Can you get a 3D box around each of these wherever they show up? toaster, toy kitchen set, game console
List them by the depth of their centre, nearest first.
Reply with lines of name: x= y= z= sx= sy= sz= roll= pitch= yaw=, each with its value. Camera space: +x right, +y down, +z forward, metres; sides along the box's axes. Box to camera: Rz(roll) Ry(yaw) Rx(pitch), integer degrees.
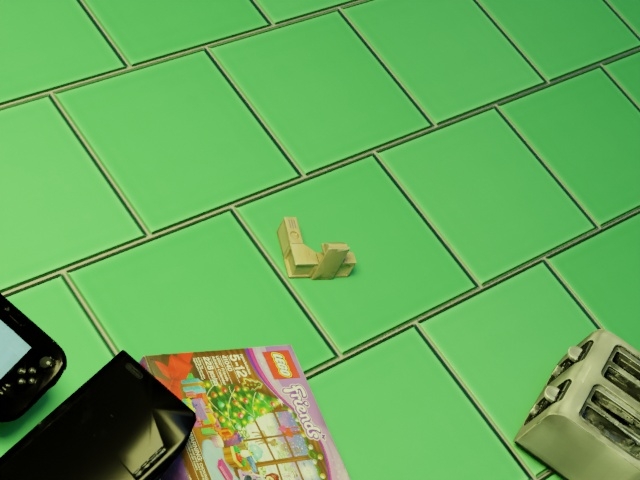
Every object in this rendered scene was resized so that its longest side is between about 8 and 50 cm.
game console: x=-0.316 y=0.162 z=1.355 sx=0.361 sy=0.044 sz=0.213 roll=36 pitch=64 yaw=23
toaster: x=0.355 y=0.227 z=1.599 sx=0.185 sy=0.110 sz=0.168 roll=36 pitch=50 yaw=6
toy kitchen set: x=0.000 y=0.000 z=1.646 sx=0.083 sy=0.068 sz=0.075 roll=0 pitch=55 yaw=-24

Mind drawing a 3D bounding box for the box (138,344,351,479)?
box: x=-0.070 y=0.252 z=1.405 sx=0.201 sy=0.057 sz=0.293 roll=-1 pitch=53 yaw=-38
